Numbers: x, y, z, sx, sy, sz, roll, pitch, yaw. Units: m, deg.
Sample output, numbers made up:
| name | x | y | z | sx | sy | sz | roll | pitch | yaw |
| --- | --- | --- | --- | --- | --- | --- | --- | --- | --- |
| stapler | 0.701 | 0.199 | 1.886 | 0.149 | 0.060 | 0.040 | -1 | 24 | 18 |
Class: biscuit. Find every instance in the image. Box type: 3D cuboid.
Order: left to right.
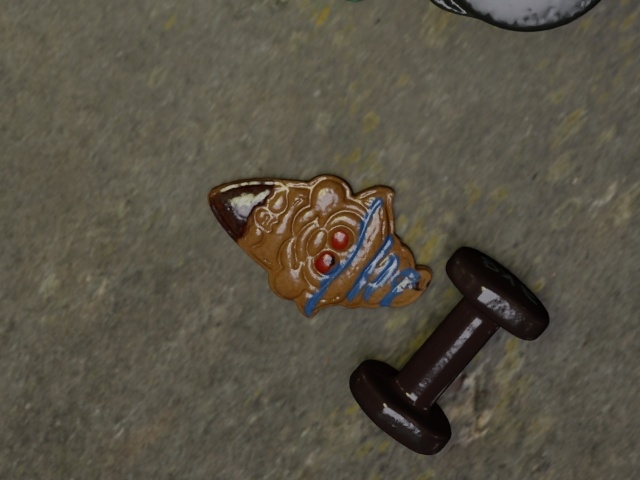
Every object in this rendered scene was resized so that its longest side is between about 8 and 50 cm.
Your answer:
| name | x | y | z | sx | sy | sz | roll | pitch | yaw |
| --- | --- | --- | --- | --- | --- | --- | --- | --- | --- |
| biscuit | 0.000 | 0.000 | 1.659 | 0.280 | 0.043 | 0.183 | 24 | 103 | -9 |

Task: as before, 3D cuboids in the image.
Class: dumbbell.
| name | x | y | z | sx | sy | sz | roll | pitch | yaw |
| --- | --- | --- | --- | --- | --- | --- | --- | --- | --- |
| dumbbell | 0.147 | 0.127 | 1.646 | 0.140 | 0.124 | 0.225 | 35 | 105 | -8 |

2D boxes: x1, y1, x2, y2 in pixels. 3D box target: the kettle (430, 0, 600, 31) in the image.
| name | x | y | z | sx | sy | sz | roll | pitch | yaw |
| --- | --- | --- | --- | --- | --- | --- | --- | --- | --- |
| kettle | 0.225 | -0.319 | 1.406 | 0.262 | 0.308 | 0.203 | -2 | 109 | 3 |
